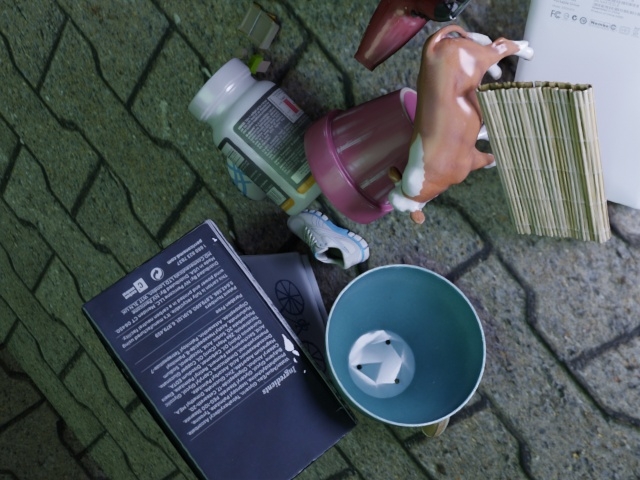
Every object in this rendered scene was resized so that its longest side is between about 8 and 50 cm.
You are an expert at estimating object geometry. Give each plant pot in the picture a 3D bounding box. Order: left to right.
[{"bbox_3d":[0.102,-0.154,1.255,0.180,0.201,0.201,-30,94,31],"label":"plant pot"},{"bbox_3d":[0.137,0.212,1.408,0.290,0.290,0.195,46,159,9],"label":"plant pot"}]

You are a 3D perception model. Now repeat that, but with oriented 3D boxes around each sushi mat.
[{"bbox_3d":[0.327,-0.105,1.085,0.152,0.019,0.316,6,145,31],"label":"sushi mat"}]

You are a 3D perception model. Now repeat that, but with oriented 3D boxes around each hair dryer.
[{"bbox_3d":[0.141,-0.346,1.072,0.080,0.223,0.293,38,140,-12],"label":"hair dryer"}]

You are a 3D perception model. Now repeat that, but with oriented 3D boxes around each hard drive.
[{"bbox_3d":[0.393,-0.237,1.050,0.233,0.047,0.353,24,129,28],"label":"hard drive"}]

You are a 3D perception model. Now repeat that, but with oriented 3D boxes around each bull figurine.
[{"bbox_3d":[0.199,-0.164,1.110,0.101,0.188,0.310,47,142,43],"label":"bull figurine"}]

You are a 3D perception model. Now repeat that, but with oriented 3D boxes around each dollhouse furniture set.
[{"bbox_3d":[-0.124,-0.366,1.424,0.076,0.059,0.151,43,116,22],"label":"dollhouse furniture set"}]

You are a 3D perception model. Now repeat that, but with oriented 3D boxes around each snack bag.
[{"bbox_3d":[-0.108,0.175,1.736,0.343,0.037,0.323,-4,112,45],"label":"snack bag"}]

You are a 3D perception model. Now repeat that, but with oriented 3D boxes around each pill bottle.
[{"bbox_3d":[-0.095,-0.190,1.375,0.278,0.162,0.162,44,137,-6],"label":"pill bottle"}]

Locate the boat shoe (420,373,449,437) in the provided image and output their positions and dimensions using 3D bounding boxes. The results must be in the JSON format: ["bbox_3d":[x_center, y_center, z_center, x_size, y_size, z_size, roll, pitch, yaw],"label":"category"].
[{"bbox_3d":[0.222,0.337,1.529,0.068,0.072,0.190,20,127,31],"label":"boat shoe"}]

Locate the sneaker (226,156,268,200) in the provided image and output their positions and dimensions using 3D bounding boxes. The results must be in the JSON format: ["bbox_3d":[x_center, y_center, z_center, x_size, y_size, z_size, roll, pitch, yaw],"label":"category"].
[{"bbox_3d":[-0.142,-0.185,1.506,0.086,0.085,0.237,9,123,42],"label":"sneaker"}]

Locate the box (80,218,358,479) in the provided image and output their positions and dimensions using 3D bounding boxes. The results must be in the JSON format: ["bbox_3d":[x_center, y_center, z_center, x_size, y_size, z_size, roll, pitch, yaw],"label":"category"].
[{"bbox_3d":[-0.221,0.272,1.545,0.471,0.297,0.480,52,162,3],"label":"box"}]

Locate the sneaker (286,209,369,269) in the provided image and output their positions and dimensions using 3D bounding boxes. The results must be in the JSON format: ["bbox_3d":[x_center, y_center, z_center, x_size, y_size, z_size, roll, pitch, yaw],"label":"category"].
[{"bbox_3d":[0.000,0.000,1.503,0.191,0.083,0.071,26,131,28],"label":"sneaker"}]
